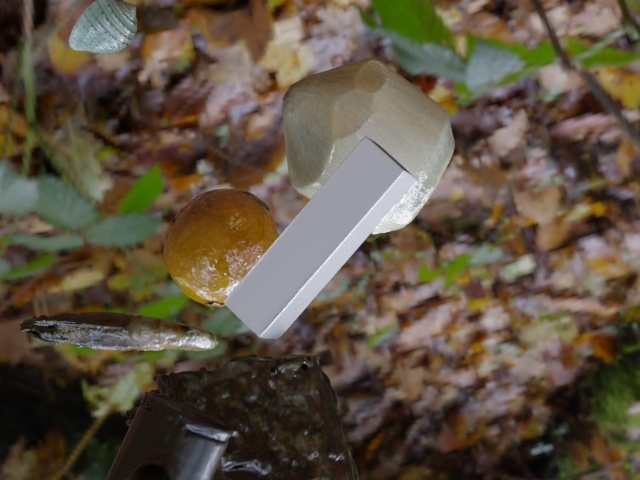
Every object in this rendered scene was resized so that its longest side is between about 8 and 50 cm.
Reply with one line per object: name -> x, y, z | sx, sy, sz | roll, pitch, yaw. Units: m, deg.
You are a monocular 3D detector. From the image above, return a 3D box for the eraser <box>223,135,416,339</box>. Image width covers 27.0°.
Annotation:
eraser -> -0.001, 0.000, 1.804 | 0.298, 0.076, 0.078 | -50, 162, 7

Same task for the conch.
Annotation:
conch -> -0.254, -0.250, 1.580 | 0.085, 0.057, 0.076 | -54, 162, 3

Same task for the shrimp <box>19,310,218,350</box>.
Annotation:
shrimp -> -0.373, 0.176, 2.500 | 0.365, 0.071, 0.233 | 3, 172, 4

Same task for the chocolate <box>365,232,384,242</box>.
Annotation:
chocolate -> 0.086, -0.096, 2.349 | 0.156, 0.133, 0.156 | -38, 158, -18

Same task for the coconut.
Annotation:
coconut -> 0.057, -0.148, 2.000 | 0.266, 0.237, 0.237 | 38, 145, -8

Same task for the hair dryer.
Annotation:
hair dryer -> -0.157, 0.224, 1.115 | 0.089, 0.197, 0.251 | 25, 171, 4

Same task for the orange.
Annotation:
orange -> -0.177, 0.010, 2.373 | 0.193, 0.219, 0.219 | 25, 147, -17

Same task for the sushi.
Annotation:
sushi -> -0.100, 0.314, 1.874 | 0.281, 0.294, 0.299 | -26, 167, 41
